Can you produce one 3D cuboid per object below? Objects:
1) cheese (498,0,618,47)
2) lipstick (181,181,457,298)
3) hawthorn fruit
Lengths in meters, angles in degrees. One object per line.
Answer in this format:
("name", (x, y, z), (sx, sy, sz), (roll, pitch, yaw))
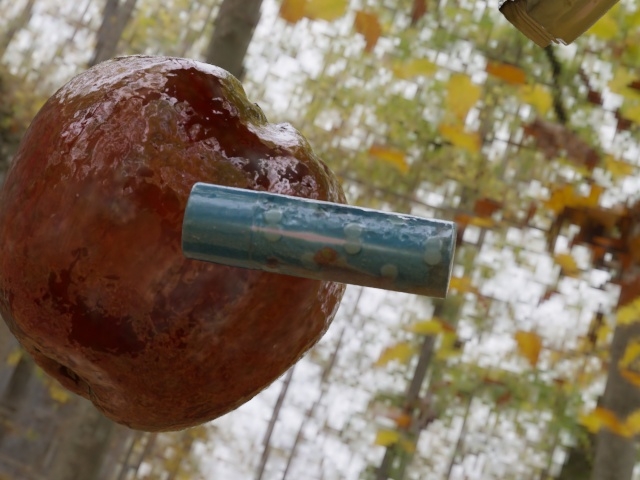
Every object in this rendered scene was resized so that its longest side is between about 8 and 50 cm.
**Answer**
("cheese", (0.226, -0.225, 1.045), (0.050, 0.127, 0.255), (42, -54, -12))
("lipstick", (0.000, 0.000, 0.889), (0.158, 0.048, 0.048), (9, -27, 6))
("hawthorn fruit", (-0.111, -0.001, 1.132), (0.284, 0.284, 0.284), (16, -26, 8))
